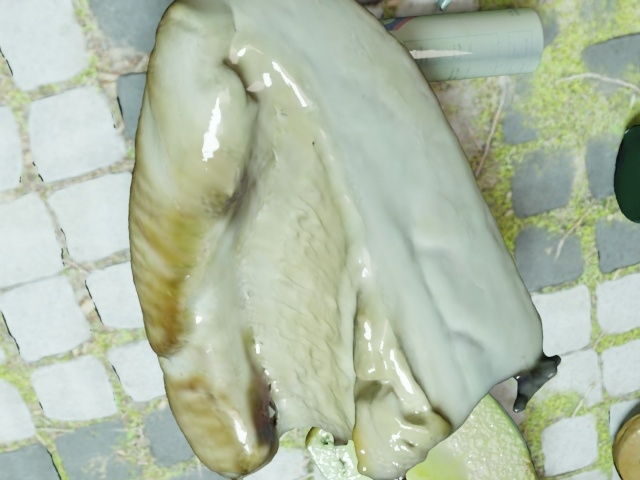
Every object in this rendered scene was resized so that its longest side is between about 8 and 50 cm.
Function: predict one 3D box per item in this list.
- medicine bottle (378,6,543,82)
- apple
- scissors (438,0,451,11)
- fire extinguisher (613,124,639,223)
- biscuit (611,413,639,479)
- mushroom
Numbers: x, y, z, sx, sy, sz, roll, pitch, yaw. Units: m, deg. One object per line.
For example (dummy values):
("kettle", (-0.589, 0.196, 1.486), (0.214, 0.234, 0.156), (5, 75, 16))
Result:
("medicine bottle", (0.073, -0.164, 0.752), (0.231, 0.059, 0.059), (-6, 114, -9))
("apple", (0.116, 0.241, 0.895), (0.193, 0.120, 0.265), (-34, 95, -4))
("scissors", (0.176, -0.366, 0.703), (0.256, 0.029, 0.383), (35, 103, -22))
("fire extinguisher", (0.448, -0.072, 0.851), (0.311, 0.095, 0.114), (0, 80, -11))
("biscuit", (0.418, 0.339, 1.001), (0.216, 0.047, 0.339), (-7, 115, 17))
("mushroom", (-0.036, -0.009, 0.721), (0.224, 0.314, 0.397), (-40, 110, -42))
